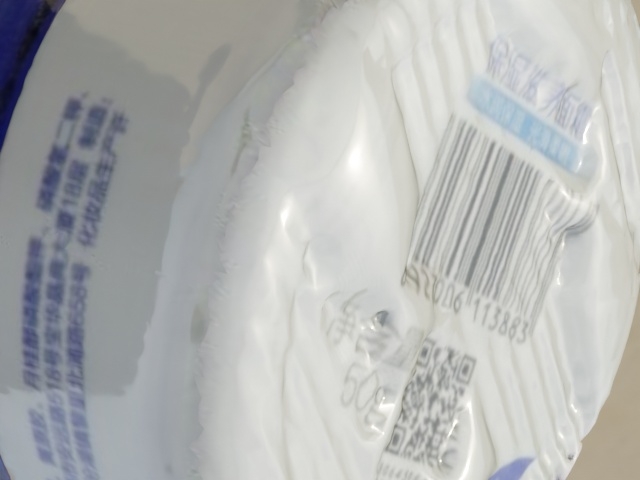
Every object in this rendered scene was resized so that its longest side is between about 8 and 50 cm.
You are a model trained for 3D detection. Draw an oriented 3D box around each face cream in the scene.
[{"bbox_3d":[0.000,0.000,0.488,0.111,0.206,0.206,18,169,35],"label":"face cream"}]
